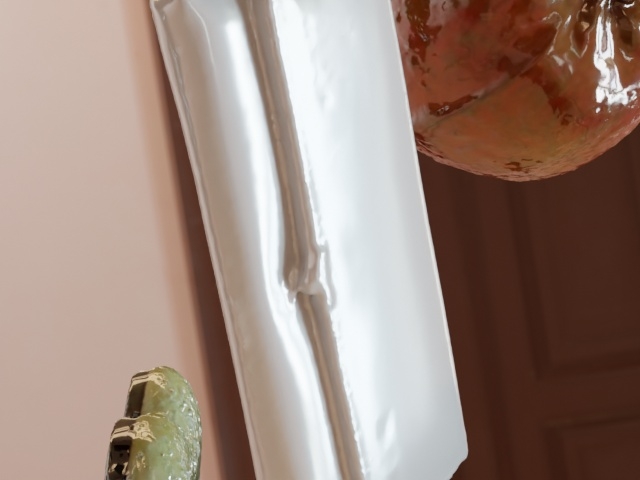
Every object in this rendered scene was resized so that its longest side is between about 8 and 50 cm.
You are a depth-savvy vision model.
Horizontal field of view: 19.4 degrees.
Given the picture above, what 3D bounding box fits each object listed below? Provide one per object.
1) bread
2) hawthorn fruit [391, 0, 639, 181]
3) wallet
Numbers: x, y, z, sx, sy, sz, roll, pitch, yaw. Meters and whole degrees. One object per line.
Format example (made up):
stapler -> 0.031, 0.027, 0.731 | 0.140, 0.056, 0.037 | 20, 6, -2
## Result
bread -> -0.110, 0.199, 1.207 | 0.056, 0.207, 0.286 | 4, -135, -1
hawthorn fruit -> 0.073, -0.078, 0.700 | 0.128, 0.128, 0.128 | -9, -179, 0
wallet -> 0.000, 0.000, 0.377 | 0.025, 0.122, 0.061 | 6, -155, 39
